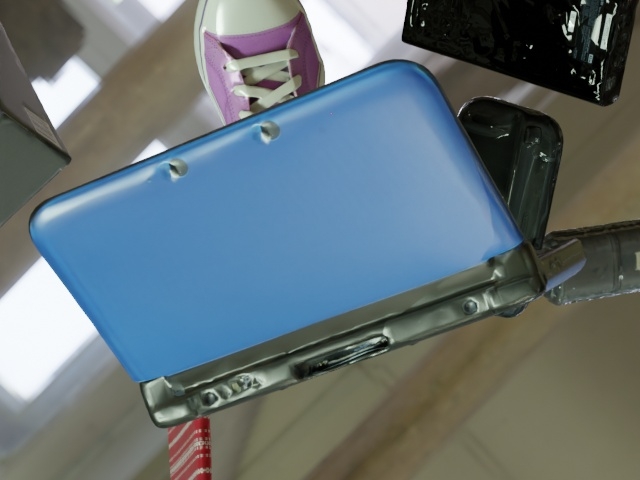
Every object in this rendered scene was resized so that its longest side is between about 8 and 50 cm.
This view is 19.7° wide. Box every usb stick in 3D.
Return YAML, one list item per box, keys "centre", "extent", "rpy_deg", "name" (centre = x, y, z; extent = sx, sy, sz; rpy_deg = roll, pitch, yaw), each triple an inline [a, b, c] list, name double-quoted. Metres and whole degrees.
- centre: [0.348, 0.013, 1.932]
  extent: [0.045, 0.278, 0.077]
  rpy_deg: [-3, 94, 64]
  name: "usb stick"

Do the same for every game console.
- centre: [0.158, -0.108, 1.664]
  extent: [0.213, 0.361, 0.044]
  rpy_deg: [23, -156, 31]
  name: "game console"
- centre: [0.000, 0.000, 1.245]
  extent: [0.173, 0.293, 0.250]
  rpy_deg: [70, -160, 0]
  name: "game console"

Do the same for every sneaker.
- centre: [-0.027, -0.078, 1.491]
  extent: [0.161, 0.102, 0.282]
  rpy_deg: [-120, 17, -66]
  name: "sneaker"

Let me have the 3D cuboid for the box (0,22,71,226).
- centre: [-0.372, -0.110, 1.787]
  extent: [0.103, 0.184, 0.261]
  rpy_deg: [36, -166, -43]
  name: "box"

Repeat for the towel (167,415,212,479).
- centre: [-0.140, 0.254, 2.060]
  extent: [0.199, 0.031, 0.275]
  rpy_deg: [125, 142, -69]
  name: "towel"
